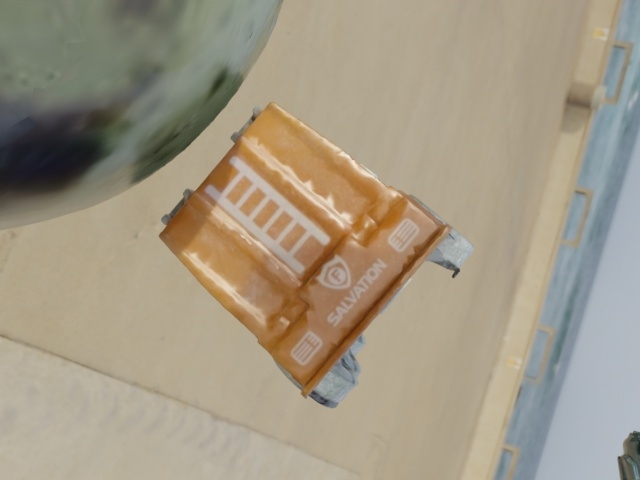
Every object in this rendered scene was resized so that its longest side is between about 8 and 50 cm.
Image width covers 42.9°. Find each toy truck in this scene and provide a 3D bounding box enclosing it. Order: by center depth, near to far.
[{"bbox_3d":[0.000,0.000,0.749,0.173,0.207,0.387,-50,176,3],"label":"toy truck"}]

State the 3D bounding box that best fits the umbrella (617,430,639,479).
[{"bbox_3d":[0.236,0.256,0.564,0.052,0.053,0.251,27,59,-36],"label":"umbrella"}]

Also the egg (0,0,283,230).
[{"bbox_3d":[-0.200,-0.169,0.421,0.345,0.428,0.345,12,71,-36],"label":"egg"}]
